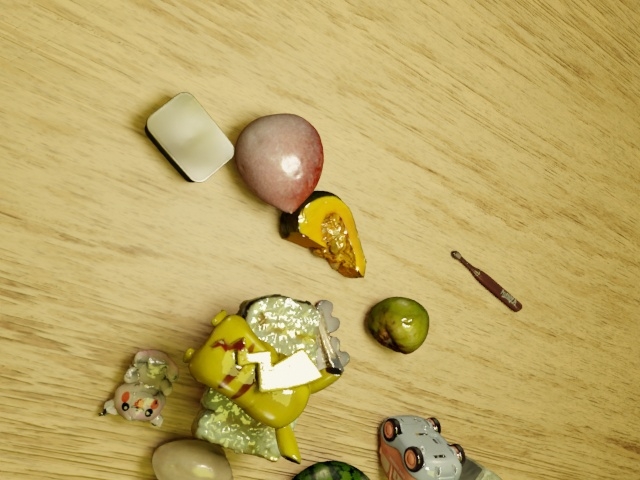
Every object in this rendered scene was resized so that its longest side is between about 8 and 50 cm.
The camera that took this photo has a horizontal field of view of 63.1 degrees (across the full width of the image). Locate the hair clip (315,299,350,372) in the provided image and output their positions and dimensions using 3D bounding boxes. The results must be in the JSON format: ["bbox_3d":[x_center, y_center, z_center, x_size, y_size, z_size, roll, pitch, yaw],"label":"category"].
[{"bbox_3d":[0.010,0.297,1.507,0.146,0.075,0.257,-21,94,-26],"label":"hair clip"}]

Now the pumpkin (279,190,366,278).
[{"bbox_3d":[0.000,0.000,1.451,0.190,0.139,0.281,-19,97,-28],"label":"pumpkin"}]

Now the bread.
[{"bbox_3d":[-0.159,0.322,1.330,0.239,0.264,0.396,21,82,-13],"label":"bread"}]

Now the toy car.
[{"bbox_3d":[0.285,0.664,1.560,0.180,0.270,0.213,8,107,-27],"label":"toy car"}]

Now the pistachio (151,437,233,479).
[{"bbox_3d":[-0.322,0.576,1.316,0.215,0.144,0.144,20,83,-11],"label":"pistachio"}]

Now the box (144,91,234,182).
[{"bbox_3d":[-0.331,-0.253,1.308,0.144,0.090,0.201,-46,109,-17],"label":"box"}]

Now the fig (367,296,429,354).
[{"bbox_3d":[0.244,0.247,1.557,0.191,0.181,0.181,-24,103,-46],"label":"fig"}]

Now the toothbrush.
[{"bbox_3d":[0.573,0.142,1.789,0.364,0.041,0.041,37,76,-22],"label":"toothbrush"}]

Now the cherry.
[{"bbox_3d":[-0.099,-0.207,1.342,0.239,0.206,0.239,8,46,-8],"label":"cherry"}]

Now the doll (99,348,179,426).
[{"bbox_3d":[-0.434,0.362,1.278,0.149,0.095,0.192,25,83,-18],"label":"doll"}]

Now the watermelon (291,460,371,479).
[{"bbox_3d":[0.028,0.747,1.411,0.285,0.285,0.285,-1,92,-26],"label":"watermelon"}]

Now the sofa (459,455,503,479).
[{"bbox_3d":[0.463,0.824,1.669,0.225,0.210,0.176,-46,111,-21],"label":"sofa"}]

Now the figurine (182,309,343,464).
[{"bbox_3d":[-0.124,0.289,1.120,0.326,0.169,0.218,39,83,-13],"label":"figurine"}]
